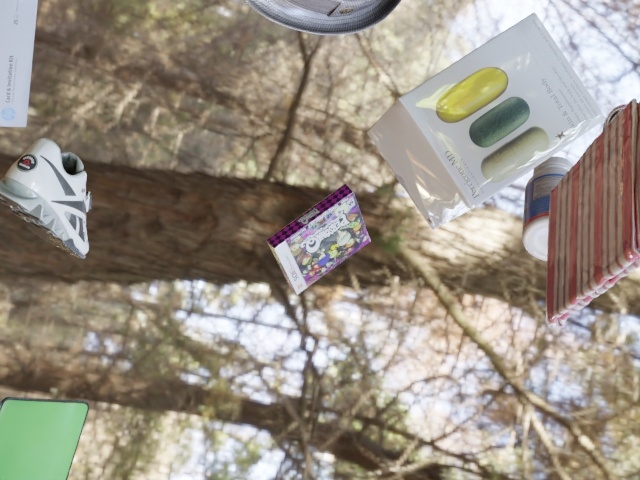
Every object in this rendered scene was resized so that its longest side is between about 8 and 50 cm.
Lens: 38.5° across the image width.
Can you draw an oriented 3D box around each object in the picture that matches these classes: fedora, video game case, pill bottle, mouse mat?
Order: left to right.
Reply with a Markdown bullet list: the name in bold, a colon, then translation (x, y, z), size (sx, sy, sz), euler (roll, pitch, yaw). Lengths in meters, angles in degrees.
- **mouse mat**: translation (-0.395, 0.291, 1.256), size (0.007, 0.189, 0.153), euler (15, -95, 24)
- **video game case**: translation (0.000, 0.000, 2.179), size (0.232, 0.210, 0.042), euler (-35, -126, -10)
- **fedora**: translation (0.024, -0.380, 1.108), size (0.124, 0.275, 0.244), euler (-4, -94, 61)
- **pill bottle**: translation (0.487, -0.072, 1.912), size (0.124, 0.124, 0.221), euler (-52, -165, 42)

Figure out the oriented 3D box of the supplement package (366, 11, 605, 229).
- **supplement package**: translation (0.251, -0.179, 1.428), size (0.199, 0.262, 0.198), euler (56, -14, 1)

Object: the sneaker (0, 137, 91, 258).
- **sneaker**: translation (-0.452, -0.071, 1.610), size (0.146, 0.122, 0.330), euler (-62, 173, -17)

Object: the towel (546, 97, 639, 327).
- **towel**: translation (0.243, -0.017, 0.795), size (0.197, 0.029, 0.144), euler (111, -11, -66)

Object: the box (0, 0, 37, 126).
- **box**: translation (-0.322, -0.217, 0.905), size (0.186, 0.038, 0.145), euler (51, -46, 47)

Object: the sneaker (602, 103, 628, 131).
- **sneaker**: translation (0.571, -0.118, 1.676), size (0.145, 0.090, 0.270), euler (-45, 126, -69)
